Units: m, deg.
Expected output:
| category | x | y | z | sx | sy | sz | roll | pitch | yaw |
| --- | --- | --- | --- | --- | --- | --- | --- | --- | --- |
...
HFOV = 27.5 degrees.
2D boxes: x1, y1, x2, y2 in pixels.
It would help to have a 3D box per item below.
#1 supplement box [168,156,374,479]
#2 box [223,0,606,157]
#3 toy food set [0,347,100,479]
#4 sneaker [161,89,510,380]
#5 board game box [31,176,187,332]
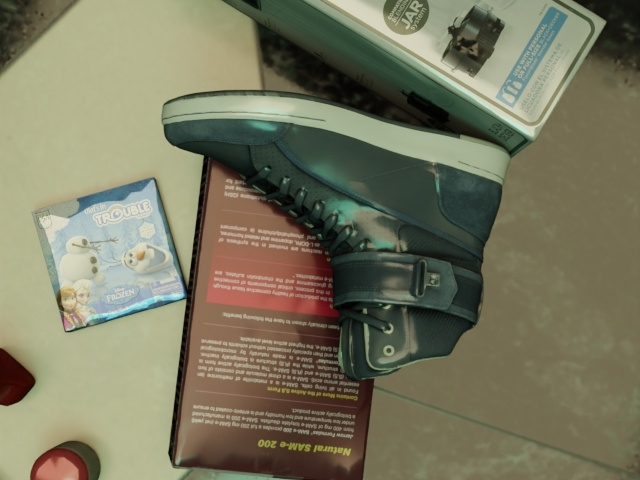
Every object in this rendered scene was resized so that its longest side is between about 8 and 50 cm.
| category | x | y | z | sx | sy | sz | roll | pitch | yaw |
| --- | --- | --- | --- | --- | --- | --- | --- | --- | --- |
| supplement box | -0.025 | 0.038 | 0.888 | 0.130 | 0.073 | 0.239 | 8 | 86 | -9 |
| box | 0.027 | -0.165 | 0.859 | 0.290 | 0.169 | 0.087 | 31 | 87 | 2 |
| toy food set | -0.240 | 0.134 | 0.872 | 0.232 | 0.104 | 0.111 | 44 | 88 | 2 |
| sneaker | 0.001 | 0.000 | 0.812 | 0.226 | 0.086 | 0.163 | 12 | 83 | -11 |
| board game box | -0.148 | 0.010 | 0.922 | 0.090 | 0.020 | 0.090 | -16 | 86 | -2 |
